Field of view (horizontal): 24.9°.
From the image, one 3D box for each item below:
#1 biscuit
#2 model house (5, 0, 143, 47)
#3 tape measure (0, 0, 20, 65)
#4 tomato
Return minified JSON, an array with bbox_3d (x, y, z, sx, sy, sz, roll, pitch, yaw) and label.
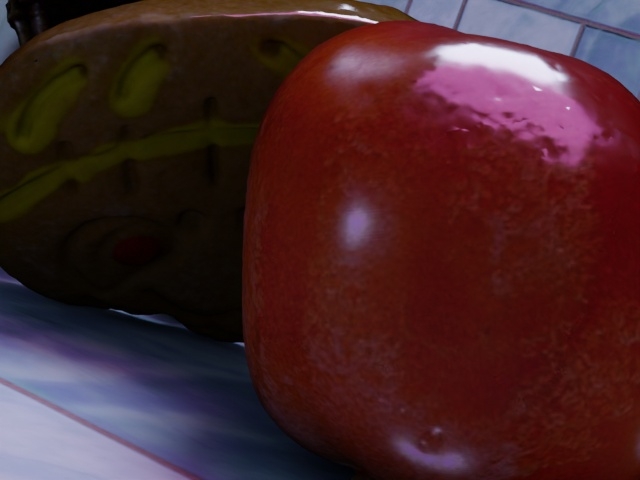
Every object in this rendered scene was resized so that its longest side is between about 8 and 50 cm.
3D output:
[{"bbox_3d":[-0.063,-0.034,1.095,0.394,0.350,0.070,-8,46,-4],"label":"biscuit"},{"bbox_3d":[-0.096,-0.068,1.272,0.297,0.282,0.317,-3,-3,11],"label":"model house"},{"bbox_3d":[-0.315,-0.126,1.336,0.125,0.243,0.246,22,-15,8],"label":"tape measure"},{"bbox_3d":[0.088,0.018,0.903,0.293,0.290,0.325,12,5,8],"label":"tomato"}]
